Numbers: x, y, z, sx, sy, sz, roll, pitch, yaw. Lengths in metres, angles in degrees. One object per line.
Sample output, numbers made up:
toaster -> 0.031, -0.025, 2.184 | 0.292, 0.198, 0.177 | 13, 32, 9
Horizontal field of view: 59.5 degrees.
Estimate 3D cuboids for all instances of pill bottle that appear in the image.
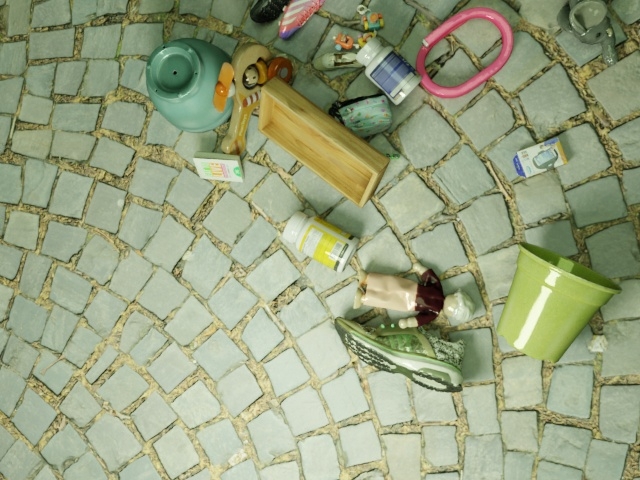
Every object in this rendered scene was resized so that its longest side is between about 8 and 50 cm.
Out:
pill bottle -> 0.000, 0.000, 1.679 | 0.209, 0.119, 0.119 | 29, 94, 10
pill bottle -> 0.196, -0.498, 1.636 | 0.187, 0.112, 0.112 | 44, 97, -4

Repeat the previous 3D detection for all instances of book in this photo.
book -> -0.317, -0.230, 1.760 | 0.144, 0.096, 0.035 | 6, 51, 11

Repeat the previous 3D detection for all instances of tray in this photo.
tray -> 0.000, -0.284, 1.640 | 0.411, 0.203, 0.076 | 37, 65, 8

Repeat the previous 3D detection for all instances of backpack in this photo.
backpack -> 0.120, -0.365, 1.661 | 0.182, 0.152, 0.115 | -16, 93, -1

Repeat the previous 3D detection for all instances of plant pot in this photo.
plant pot -> 0.611, 0.177, 1.510 | 0.276, 0.276, 0.253 | 24, 105, 10
plant pot -> -0.415, -0.494, 1.726 | 0.293, 0.196, 0.292 | 0, 90, 11

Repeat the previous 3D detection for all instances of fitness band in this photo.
fitness band -> 0.420, -0.549, 1.642 | 0.291, 0.054, 0.209 | -35, 83, 9

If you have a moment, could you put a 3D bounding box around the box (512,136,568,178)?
box -> 0.628, -0.235, 1.611 | 0.136, 0.028, 0.081 | -20, 86, 8

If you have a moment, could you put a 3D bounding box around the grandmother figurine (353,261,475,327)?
grandmother figurine -> 0.280, 0.162, 1.637 | 0.343, 0.104, 0.207 | 12, 77, 8

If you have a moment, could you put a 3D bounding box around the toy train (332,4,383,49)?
toy train -> 0.118, -0.639, 1.687 | 0.125, 0.046, 0.166 | 30, 83, 8

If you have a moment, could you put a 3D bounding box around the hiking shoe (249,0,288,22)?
hiking shoe -> -0.151, -0.781, 1.748 | 0.114, 0.086, 0.227 | 43, 91, 22

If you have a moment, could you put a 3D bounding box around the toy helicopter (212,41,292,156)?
toy helicopter -> -0.239, -0.415, 1.686 | 0.140, 0.235, 0.354 | 30, 114, 27

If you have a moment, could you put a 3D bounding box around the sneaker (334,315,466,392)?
sneaker -> 0.240, 0.295, 1.647 | 0.411, 0.158, 0.182 | 22, 62, 12

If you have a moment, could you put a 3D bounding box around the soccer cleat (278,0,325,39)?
soccer cleat -> -0.042, -0.722, 1.720 | 0.095, 0.083, 0.248 | 31, 92, 5

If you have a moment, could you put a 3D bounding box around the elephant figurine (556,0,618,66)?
elephant figurine -> 0.738, -0.623, 1.541 | 0.186, 0.169, 0.239 | 26, 112, 38

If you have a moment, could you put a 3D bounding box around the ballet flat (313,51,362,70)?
ballet flat -> 0.058, -0.555, 1.709 | 0.168, 0.052, 0.057 | -3, 87, 11

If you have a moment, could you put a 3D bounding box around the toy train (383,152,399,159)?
toy train -> 0.198, -0.256, 1.693 | 0.083, 0.024, 0.017 | 6, 90, 10
